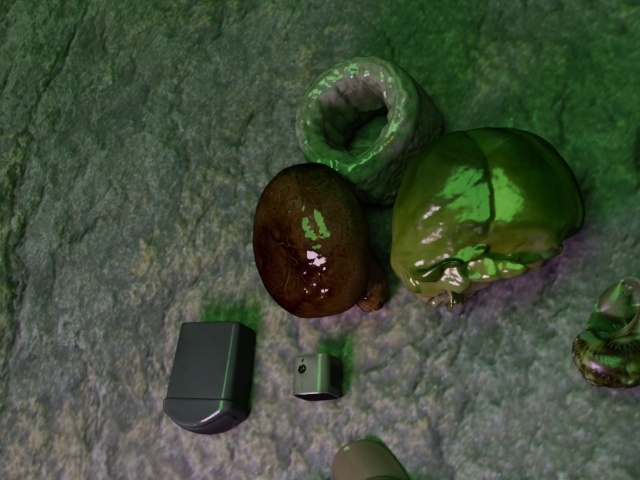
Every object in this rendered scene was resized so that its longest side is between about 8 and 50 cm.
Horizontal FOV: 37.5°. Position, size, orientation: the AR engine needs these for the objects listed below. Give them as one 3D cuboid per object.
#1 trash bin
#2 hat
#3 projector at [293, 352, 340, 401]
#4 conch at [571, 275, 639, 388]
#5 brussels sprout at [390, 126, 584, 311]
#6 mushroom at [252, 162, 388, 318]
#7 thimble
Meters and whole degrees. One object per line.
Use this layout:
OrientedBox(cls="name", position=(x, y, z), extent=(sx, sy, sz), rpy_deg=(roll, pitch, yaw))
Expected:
OrientedBox(cls="trash bin", position=(-0.239, 0.298, 2.036), extent=(0.176, 0.101, 0.236), rpy_deg=(-5, 67, 29))
OrientedBox(cls="hat", position=(0.082, 0.472, 1.783), extent=(0.166, 0.144, 0.173), rpy_deg=(-40, 80, 8))
OrientedBox(cls="projector", position=(-0.007, 0.280, 1.921), extent=(0.083, 0.083, 0.082), rpy_deg=(-9, 67, 25))
OrientedBox(cls="conch", position=(0.524, 0.176, 1.652), extent=(0.181, 0.124, 0.187), rpy_deg=(-31, 34, 27))
OrientedBox(cls="brussels sprout", position=(0.298, -0.048, 1.777), extent=(0.371, 0.276, 0.315), rpy_deg=(-40, 70, 18))
OrientedBox(cls="mushroom", position=(-0.021, 0.004, 1.905), extent=(0.345, 0.239, 0.345), rpy_deg=(10, 108, 32))
OrientedBox(cls="thimble", position=(0.098, -0.226, 1.992), extent=(0.291, 0.195, 0.292), rpy_deg=(-11, 65, 25))
